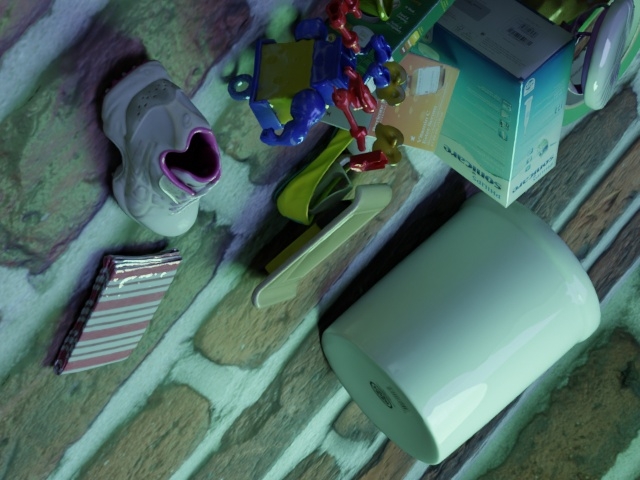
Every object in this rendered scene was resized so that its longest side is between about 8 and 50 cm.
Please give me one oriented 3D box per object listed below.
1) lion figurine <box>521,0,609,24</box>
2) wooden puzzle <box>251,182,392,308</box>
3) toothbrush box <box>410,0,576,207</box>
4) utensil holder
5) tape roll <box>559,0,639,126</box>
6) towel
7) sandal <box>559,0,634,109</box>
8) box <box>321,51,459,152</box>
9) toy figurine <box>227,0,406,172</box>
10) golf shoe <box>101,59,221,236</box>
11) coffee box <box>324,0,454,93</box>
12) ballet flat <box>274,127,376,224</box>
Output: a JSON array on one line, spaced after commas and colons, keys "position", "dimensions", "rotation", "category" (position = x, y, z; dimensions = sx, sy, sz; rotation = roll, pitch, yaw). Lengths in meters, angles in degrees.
[{"position": [0.393, -0.437, 2.210], "dimensions": [0.240, 0.142, 0.392], "rotation": [-31, 144, -62], "category": "lion figurine"}, {"position": [0.000, 0.000, 2.204], "dimensions": [0.238, 0.044, 0.221], "rotation": [-46, 172, 13], "category": "wooden puzzle"}, {"position": [0.249, -0.226, 2.186], "dimensions": [0.126, 0.216, 0.295], "rotation": [-39, 151, -24], "category": "toothbrush box"}, {"position": [0.239, 0.155, 2.559], "dimensions": [0.385, 0.327, 0.327], "rotation": [-39, 152, -16], "category": "utensil holder"}, {"position": [0.455, -0.347, 2.518], "dimensions": [0.321, 0.077, 0.321], "rotation": [-37, 150, -26], "category": "tape roll"}, {"position": [-0.277, 0.096, 1.987], "dimensions": [0.144, 0.029, 0.197], "rotation": [-7, 133, -55], "category": "towel"}, {"position": [0.404, -0.289, 2.194], "dimensions": [0.416, 0.102, 0.169], "rotation": [-27, 132, -75], "category": "sandal"}, {"position": [0.099, -0.205, 2.055], "dimensions": [0.170, 0.091, 0.130], "rotation": [7, 102, -52], "category": "box"}, {"position": [-0.027, -0.245, 1.830], "dimensions": [0.191, 0.217, 0.362], "rotation": [46, 40, -50], "category": "toy figurine"}, {"position": [-0.181, -0.081, 1.779], "dimensions": [0.115, 0.140, 0.306], "rotation": [-43, 154, -20], "category": "golf shoe"}, {"position": [0.082, -0.292, 1.951], "dimensions": [0.184, 0.113, 0.040], "rotation": [-50, 153, -5], "category": "coffee box"}, {"position": [0.031, -0.113, 2.143], "dimensions": [0.231, 0.077, 0.077], "rotation": [-47, 153, -7], "category": "ballet flat"}]
